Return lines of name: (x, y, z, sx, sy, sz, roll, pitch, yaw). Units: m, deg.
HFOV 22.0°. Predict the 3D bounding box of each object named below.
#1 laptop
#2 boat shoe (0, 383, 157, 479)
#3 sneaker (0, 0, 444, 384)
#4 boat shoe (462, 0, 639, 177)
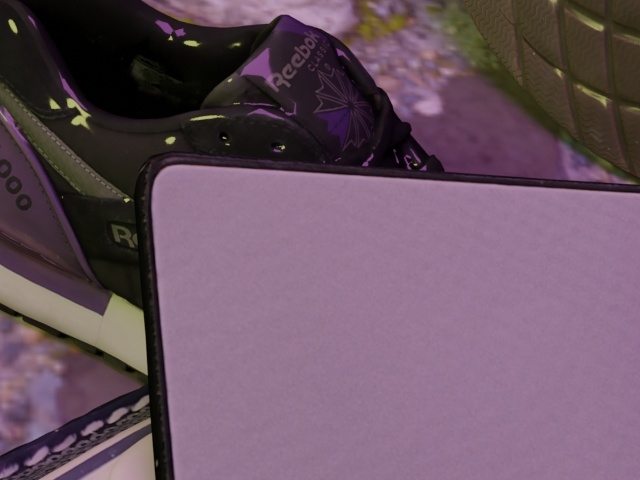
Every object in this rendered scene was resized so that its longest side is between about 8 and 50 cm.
laptop: (0.194, 0.137, 0.306, 0.382, 0.236, 0.408, 3, 67, -24)
boat shoe: (-0.149, 0.086, 0.397, 0.340, 0.127, 0.158, -30, 64, -37)
sneaker: (0.000, 0.000, 0.531, 0.283, 0.124, 0.107, 22, 44, 9)
boat shoe: (0.193, -0.076, 0.678, 0.324, 0.123, 0.116, 39, 41, 16)
